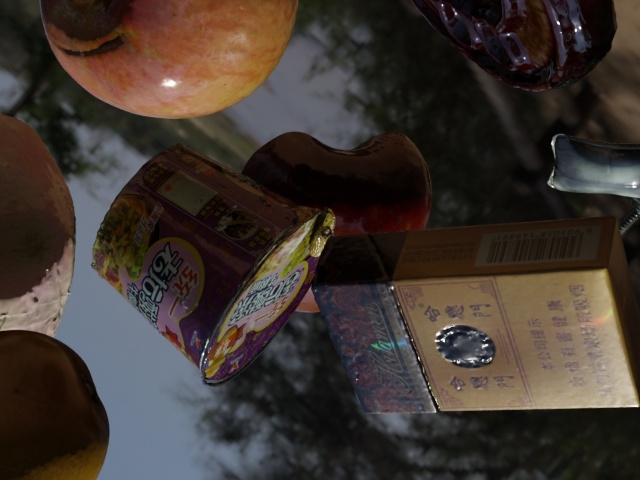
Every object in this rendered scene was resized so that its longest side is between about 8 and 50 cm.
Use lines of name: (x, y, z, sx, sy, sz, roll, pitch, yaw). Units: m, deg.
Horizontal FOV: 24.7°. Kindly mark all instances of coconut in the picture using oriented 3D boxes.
coconut: (-0.491, 0.011, 1.899, 0.404, 0.404, 0.404, 40, 180, 0)

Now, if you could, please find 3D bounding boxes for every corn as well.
corn: (0.000, 0.000, 2.239, 0.027, 0.028, 0.083, 1, 156, -15)

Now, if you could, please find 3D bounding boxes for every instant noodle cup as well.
instant noodle cup: (-0.174, 0.018, 2.279, 0.266, 0.340, 0.340, 36, 179, 14)

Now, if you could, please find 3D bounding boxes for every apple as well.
apple: (-0.199, -0.342, 2.030, 0.364, 0.364, 0.364, 40, 180, 0)
apple: (0.009, -0.037, 2.584, 0.328, 0.365, 0.295, 30, -142, -1)

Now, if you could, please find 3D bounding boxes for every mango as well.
mango: (-0.391, 0.244, 1.535, 0.221, 0.378, 0.264, 58, 156, -6)

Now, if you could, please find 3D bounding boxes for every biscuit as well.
biscuit: (0.158, -0.329, 1.608, 0.407, 0.091, 0.407, 48, 169, 13)

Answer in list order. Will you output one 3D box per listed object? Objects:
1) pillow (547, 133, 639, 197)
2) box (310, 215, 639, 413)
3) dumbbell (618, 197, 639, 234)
pillow: (0.321, -0.080, 1.618, 0.135, 0.055, 0.091, 5, 169, 9)
box: (0.218, 0.109, 2.001, 0.415, 0.116, 0.264, -4, 131, 22)
dumbbell: (0.508, -0.100, 2.089, 0.081, 0.254, 0.082, 33, -156, -17)
